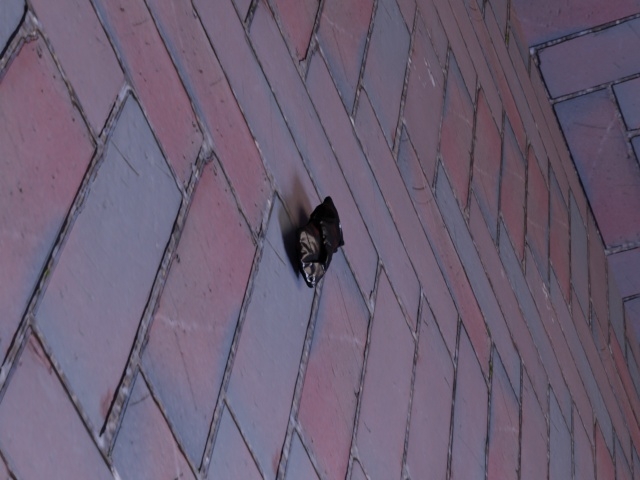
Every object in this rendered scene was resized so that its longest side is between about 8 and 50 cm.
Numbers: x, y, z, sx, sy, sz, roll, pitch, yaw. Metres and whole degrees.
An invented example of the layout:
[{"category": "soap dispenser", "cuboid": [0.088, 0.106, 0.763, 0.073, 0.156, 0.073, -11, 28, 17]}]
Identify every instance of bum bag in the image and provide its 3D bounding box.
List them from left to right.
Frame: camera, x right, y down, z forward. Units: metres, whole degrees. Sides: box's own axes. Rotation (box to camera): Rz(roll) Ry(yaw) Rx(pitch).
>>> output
[{"category": "bum bag", "cuboid": [-0.001, 0.000, 1.797, 0.124, 0.034, 0.058, -57, 138, -69]}]
